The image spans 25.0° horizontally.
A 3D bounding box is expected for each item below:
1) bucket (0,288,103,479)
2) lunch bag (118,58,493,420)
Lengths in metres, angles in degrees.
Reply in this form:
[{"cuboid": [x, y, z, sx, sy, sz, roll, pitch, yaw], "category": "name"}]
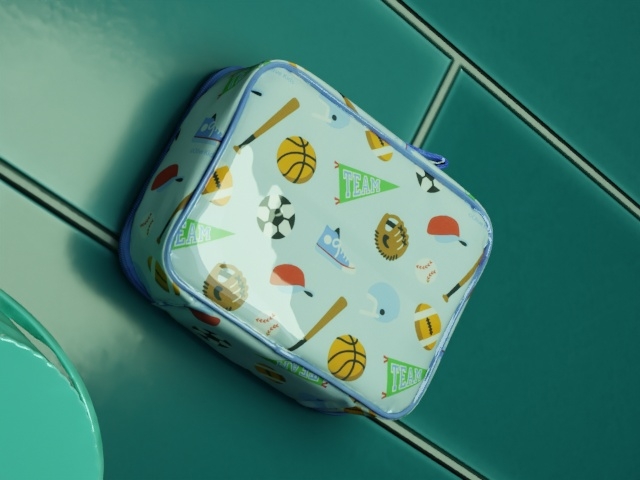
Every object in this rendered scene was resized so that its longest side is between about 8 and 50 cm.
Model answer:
[{"cuboid": [-0.290, 0.144, 0.950, 0.281, 0.183, 0.281, -12, 112, -32], "category": "bucket"}, {"cuboid": [0.000, 0.000, 1.217, 0.303, 0.115, 0.243, 36, 70, -28], "category": "lunch bag"}]
